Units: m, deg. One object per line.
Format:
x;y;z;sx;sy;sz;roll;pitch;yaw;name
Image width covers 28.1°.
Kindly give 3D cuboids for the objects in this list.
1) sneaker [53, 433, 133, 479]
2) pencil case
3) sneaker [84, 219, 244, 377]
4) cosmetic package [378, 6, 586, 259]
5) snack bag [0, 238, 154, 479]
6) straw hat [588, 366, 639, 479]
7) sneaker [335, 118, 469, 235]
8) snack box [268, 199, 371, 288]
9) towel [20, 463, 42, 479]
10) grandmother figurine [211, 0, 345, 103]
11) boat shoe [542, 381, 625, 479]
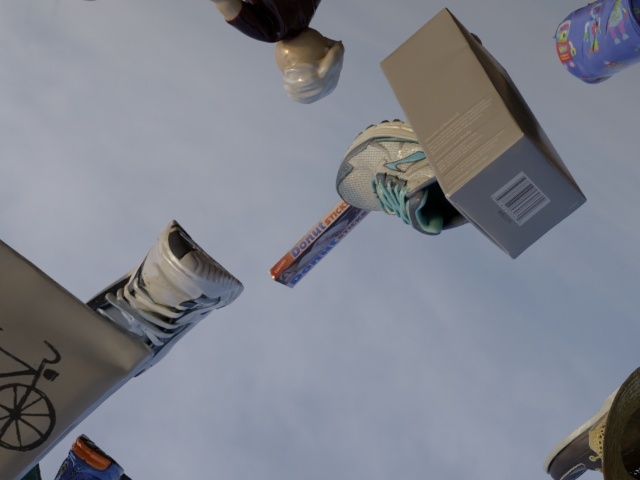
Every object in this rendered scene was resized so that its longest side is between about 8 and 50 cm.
-0.284;0.307;1.576;0.083;0.087;0.221;36;163;22;sneaker
0.467;-0.332;1.963;0.119;0.133;0.306;1;175;-12;pencil case
-0.158;0.067;1.170;0.094;0.153;0.235;44;172;-10;sneaker
0.158;-0.112;1.279;0.127;0.107;0.238;38;-162;-36;cosmetic package
-0.365;0.102;1.072;0.323;0.037;0.342;35;-130;13;snack bag
0.246;0.155;0.992;0.144;0.145;0.061;7;178;-35;straw hat
0.112;-0.065;1.441;0.283;0.110;0.122;-7;-140;44;sneaker
0.000;0.000;1.951;0.022;0.178;0.064;50;-170;26;snack box
-0.535;0.257;1.874;0.271;0.040;0.370;26;-155;-39;towel
-0.062;-0.326;1.557;0.207;0.342;0.104;-35;-155;-23;grandmother figurine
0.349;0.240;1.537;0.081;0.228;0.069;-16;-119;-39;boat shoe
